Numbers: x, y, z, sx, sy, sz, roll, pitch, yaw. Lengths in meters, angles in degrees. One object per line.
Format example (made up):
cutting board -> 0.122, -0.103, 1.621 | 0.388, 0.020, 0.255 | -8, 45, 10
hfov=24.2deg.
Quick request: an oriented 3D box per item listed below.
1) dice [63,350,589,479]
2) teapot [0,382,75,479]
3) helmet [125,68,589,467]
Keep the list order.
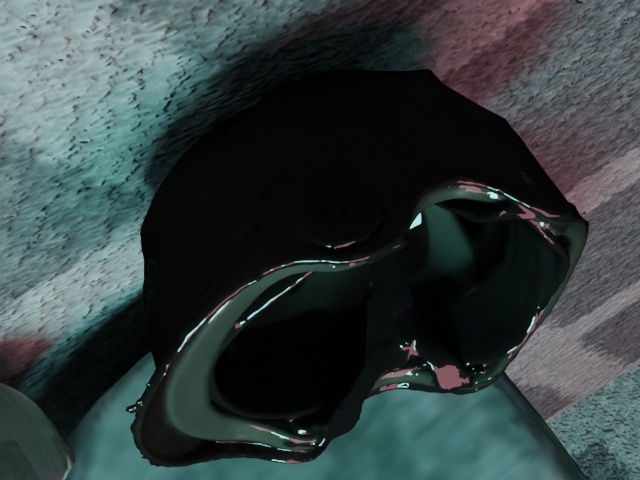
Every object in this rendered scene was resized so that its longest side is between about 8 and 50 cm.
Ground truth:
dice -> 0.008, 0.217, 1.134 | 0.348, 0.330, 0.328 | -37, 167, 1
teapot -> -0.274, 0.161, 0.976 | 0.178, 0.222, 0.163 | -56, -167, 23
helmet -> 0.000, 0.000, 0.889 | 0.305, 0.177, 0.225 | -12, 148, -24
